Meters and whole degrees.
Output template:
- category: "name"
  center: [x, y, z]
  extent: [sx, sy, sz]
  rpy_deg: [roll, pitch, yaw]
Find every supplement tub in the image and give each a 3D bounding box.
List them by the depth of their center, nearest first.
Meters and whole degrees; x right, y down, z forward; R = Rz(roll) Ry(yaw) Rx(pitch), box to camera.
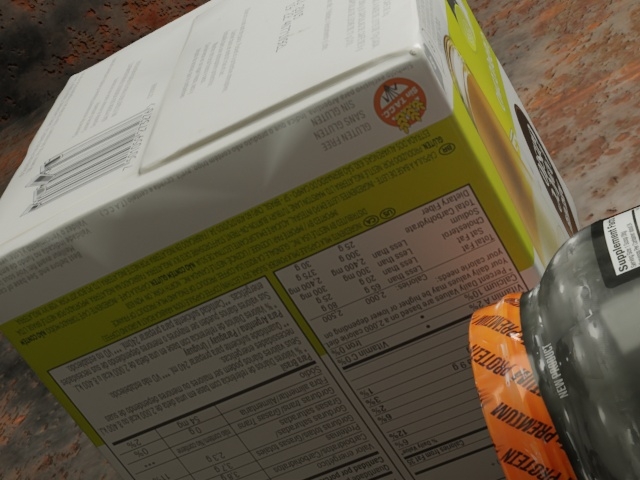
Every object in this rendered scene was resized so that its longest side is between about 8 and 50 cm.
- category: "supplement tub"
  center: [0.265, 0.053, 0.658]
  extent: [0.338, 0.207, 0.207]
  rpy_deg: [-23, 28, 18]

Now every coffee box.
- category: "coffee box"
  center: [0.000, 0.000, 0.947]
  extent: [0.338, 0.334, 0.337]
  rpy_deg: [-25, 26, 17]
